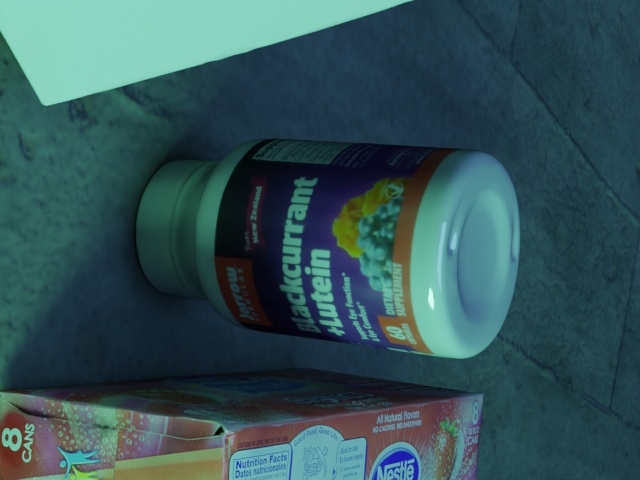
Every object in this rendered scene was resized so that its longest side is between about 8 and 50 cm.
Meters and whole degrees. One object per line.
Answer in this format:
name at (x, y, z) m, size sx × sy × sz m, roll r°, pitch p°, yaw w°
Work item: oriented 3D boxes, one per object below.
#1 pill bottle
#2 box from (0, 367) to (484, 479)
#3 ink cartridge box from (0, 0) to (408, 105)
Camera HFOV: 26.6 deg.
pill bottle at (0.000, 0.000, 0.732) m, size 0.108 × 0.193 × 0.108 m, roll -14°, pitch 107°, yaw -58°
box at (-0.034, 0.155, 0.751) m, size 0.300 × 0.142 × 0.154 m, roll 4°, pitch 91°, yaw -61°
ink cartridge box at (-0.087, -0.276, 0.404) m, size 0.385 × 0.160 × 0.279 m, roll 70°, pitch 6°, yaw -54°
